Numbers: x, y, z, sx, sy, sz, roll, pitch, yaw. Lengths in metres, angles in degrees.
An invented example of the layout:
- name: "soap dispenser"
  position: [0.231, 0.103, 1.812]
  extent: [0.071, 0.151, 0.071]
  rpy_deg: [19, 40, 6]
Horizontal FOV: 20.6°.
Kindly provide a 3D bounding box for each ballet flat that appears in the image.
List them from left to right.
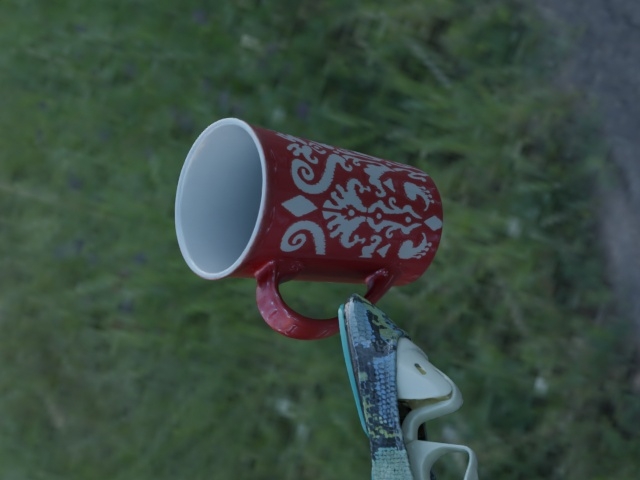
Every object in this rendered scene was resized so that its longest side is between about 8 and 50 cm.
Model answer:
- name: "ballet flat"
  position: [0.056, 0.113, 0.996]
  extent: [0.070, 0.070, 0.188]
  rpy_deg: [-38, 55, 50]

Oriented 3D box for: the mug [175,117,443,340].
- name: "mug"
  position: [-0.006, -0.002, 1.267]
  extent: [0.113, 0.169, 0.150]
  rpy_deg: [-2, 82, 53]
